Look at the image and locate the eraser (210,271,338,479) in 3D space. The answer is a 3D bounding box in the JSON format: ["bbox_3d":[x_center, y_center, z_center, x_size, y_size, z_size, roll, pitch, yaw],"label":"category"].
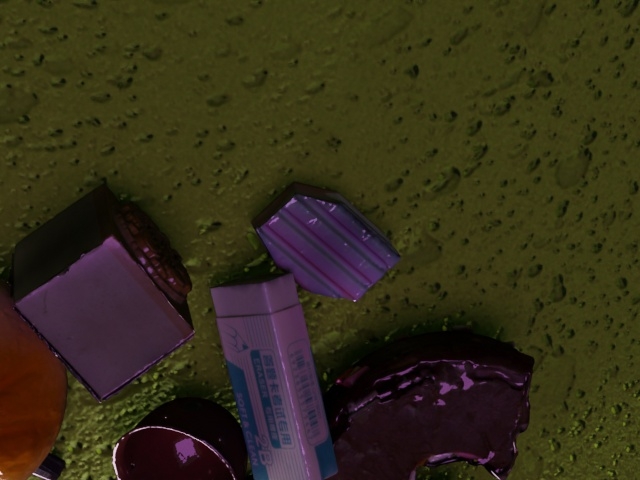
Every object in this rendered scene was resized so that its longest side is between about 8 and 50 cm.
[{"bbox_3d":[-0.050,0.151,1.329,0.052,0.095,0.225,-18,98,-43],"label":"eraser"}]

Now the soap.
[{"bbox_3d":[0.000,0.000,1.334,0.149,0.056,0.100,40,99,-25],"label":"soap"}]

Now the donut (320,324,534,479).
[{"bbox_3d":[0.097,0.261,1.434,0.259,0.136,0.345,0,114,-10],"label":"donut"}]

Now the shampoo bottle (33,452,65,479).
[{"bbox_3d":[-0.352,0.231,1.384,0.137,0.027,0.048,32,114,-23],"label":"shampoo bottle"}]

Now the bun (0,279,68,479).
[{"bbox_3d":[-0.411,0.162,1.243,0.298,0.165,0.299,-2,111,-5],"label":"bun"}]

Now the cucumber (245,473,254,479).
[{"bbox_3d":[-0.071,0.299,1.465,0.105,0.048,0.048,-21,117,-4],"label":"cucumber"}]

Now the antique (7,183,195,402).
[{"bbox_3d":[-0.217,0.047,1.259,0.148,0.152,0.147,-34,117,3],"label":"antique"}]

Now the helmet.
[{"bbox_3d":[-0.143,0.244,1.388,0.155,0.106,0.175,15,125,13],"label":"helmet"}]
